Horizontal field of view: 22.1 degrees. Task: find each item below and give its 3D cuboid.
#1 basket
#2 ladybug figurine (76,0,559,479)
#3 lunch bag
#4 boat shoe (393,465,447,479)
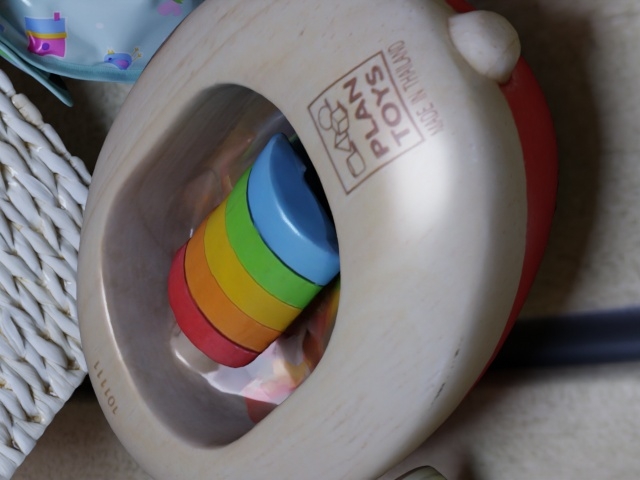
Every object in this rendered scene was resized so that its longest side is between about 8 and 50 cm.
[{"bbox_3d":[-0.361,0.016,1.301,0.331,0.266,0.328,-6,130,52],"label":"basket"},{"bbox_3d":[0.000,0.000,1.014,0.449,0.162,0.305,-41,67,48],"label":"ladybug figurine"},{"bbox_3d":[-0.181,-0.204,1.115,0.223,0.262,0.160,40,127,38],"label":"lunch bag"},{"bbox_3d":[0.061,0.272,1.061,0.089,0.104,0.285,33,133,37],"label":"boat shoe"}]
